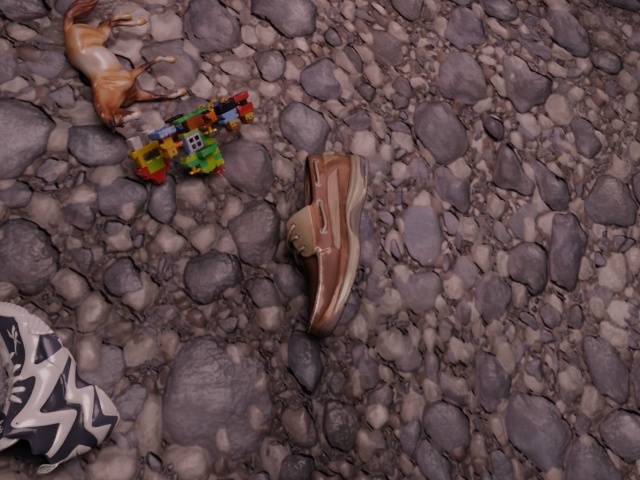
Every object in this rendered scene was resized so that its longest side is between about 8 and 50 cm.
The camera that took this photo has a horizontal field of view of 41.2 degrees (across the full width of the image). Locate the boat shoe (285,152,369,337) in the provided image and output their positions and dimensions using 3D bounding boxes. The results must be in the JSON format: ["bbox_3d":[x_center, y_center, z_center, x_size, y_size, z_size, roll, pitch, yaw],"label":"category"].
[{"bbox_3d":[0.000,0.000,1.324,0.116,0.123,0.324,12,55,-6],"label":"boat shoe"}]

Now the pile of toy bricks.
[{"bbox_3d":[-0.186,-0.150,1.342,0.212,0.118,0.105,-35,113,-38],"label":"pile of toy bricks"}]

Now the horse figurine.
[{"bbox_3d":[-0.335,-0.295,1.371,0.174,0.066,0.263,-29,80,-35],"label":"horse figurine"}]

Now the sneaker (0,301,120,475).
[{"bbox_3d":[-0.390,0.200,1.094,0.235,0.094,0.153,51,51,-3],"label":"sneaker"}]
